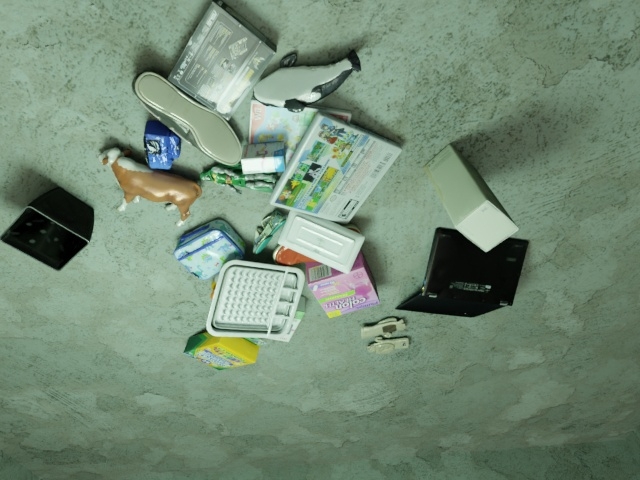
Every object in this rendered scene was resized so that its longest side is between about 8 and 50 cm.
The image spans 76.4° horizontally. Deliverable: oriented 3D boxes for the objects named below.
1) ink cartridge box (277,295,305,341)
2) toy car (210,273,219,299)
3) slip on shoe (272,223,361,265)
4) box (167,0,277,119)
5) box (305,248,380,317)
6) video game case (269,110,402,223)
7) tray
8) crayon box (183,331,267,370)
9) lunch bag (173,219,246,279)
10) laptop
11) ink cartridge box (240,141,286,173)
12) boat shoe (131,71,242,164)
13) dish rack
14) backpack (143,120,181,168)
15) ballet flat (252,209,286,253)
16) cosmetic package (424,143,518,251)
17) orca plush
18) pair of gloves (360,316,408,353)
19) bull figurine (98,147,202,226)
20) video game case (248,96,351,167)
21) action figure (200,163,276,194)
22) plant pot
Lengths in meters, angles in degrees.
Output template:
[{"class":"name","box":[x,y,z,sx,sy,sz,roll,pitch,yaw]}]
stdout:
[{"class":"ink cartridge box","box":[-0.169,0.315,1.682,0.154,0.093,0.213,15,130,-17]},{"class":"toy car","box":[-0.327,0.201,1.543,0.181,0.136,0.159,3,130,-6]},{"class":"slip on shoe","box":[-0.015,0.031,1.444,0.330,0.101,0.123,-13,132,9]},{"class":"box","box":[-0.250,-0.454,1.038,0.183,0.056,0.231,30,123,-27]},{"class":"box","box":[0.086,0.159,1.534,0.213,0.117,0.243,-18,136,10]},{"class":"video game case","box":[0.043,-0.204,1.251,0.299,0.036,0.329,13,130,-30]},{"class":"tray","box":[0.000,0.000,1.373,0.270,0.030,0.145,23,102,2]},{"class":"crayon box","box":[-0.411,0.464,1.743,0.322,0.083,0.203,-25,130,37]},{"class":"lunch bag","box":[-0.390,0.033,1.428,0.218,0.090,0.176,-24,125,15]},{"class":"laptop","box":[0.554,0.152,1.642,0.381,0.236,0.409,7,101,-11]},{"class":"ink cartridge box","box":[-0.164,-0.239,1.174,0.122,0.089,0.052,-5,131,1]},{"class":"boat shoe","box":[-0.360,-0.334,1.126,0.335,0.095,0.112,37,83,-34]},{"class":"dish rack","box":[-0.237,0.208,1.473,0.332,0.072,0.286,11,101,-34]},{"class":"backpack","box":[-0.452,-0.263,1.161,0.101,0.098,0.120,5,129,-13]},{"class":"ballet flat","box":[-0.189,-0.033,1.408,0.070,0.070,0.188,30,119,-26]},{"class":"cosmetic package","box":[0.431,-0.133,1.195,0.160,0.310,0.113,32,121,-27]},{"class":"orca plush","box":[-0.031,-0.420,1.088,0.287,0.102,0.151,-29,82,7]},{"class":"pair of gloves","box":[0.294,0.435,1.852,0.204,0.042,0.240,-16,132,5]},{"class":"bull figurine","box":[-0.527,-0.162,1.243,0.310,0.101,0.188,19,132,-14]},{"class":"video game case","box":[-0.067,-0.302,1.203,0.284,0.025,0.204,5,130,-8]},{"class":"action figure","box":[-0.255,-0.191,1.260,0.231,0.064,0.137,5,144,-2]},{"class":"plant pot","box":[-0.828,-0.052,1.271,0.187,0.167,0.188,-34,126,23]}]
